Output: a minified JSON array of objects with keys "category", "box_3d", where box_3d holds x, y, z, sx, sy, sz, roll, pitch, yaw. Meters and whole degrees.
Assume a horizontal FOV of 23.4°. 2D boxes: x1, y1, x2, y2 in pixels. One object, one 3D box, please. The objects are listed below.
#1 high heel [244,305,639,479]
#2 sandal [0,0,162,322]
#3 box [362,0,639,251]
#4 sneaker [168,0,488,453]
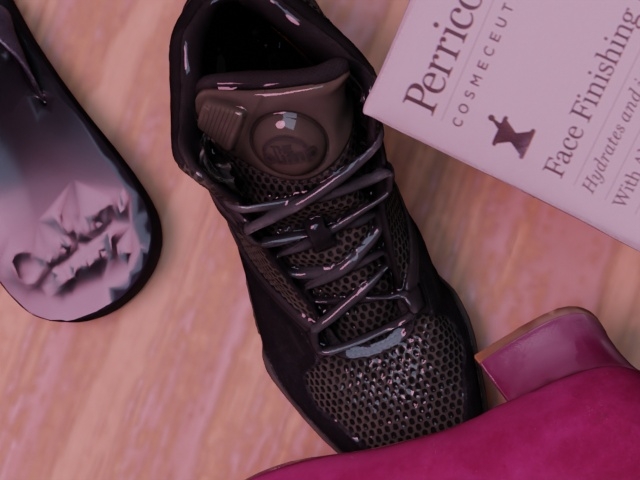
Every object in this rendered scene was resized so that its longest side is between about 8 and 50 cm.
[{"category":"high heel","box_3d":[0.029,0.127,0.559,0.244,0.117,0.082,-33,119,4]},{"category":"sandal","box_3d":[-0.163,-0.075,0.662,0.254,0.054,0.097,45,92,8]},{"category":"box","box_3d":[0.120,-0.118,0.535,0.119,0.182,0.181,26,118,9]},{"category":"sneaker","box_3d":[0.000,0.000,0.597,0.087,0.130,0.227,-20,92,5]}]
